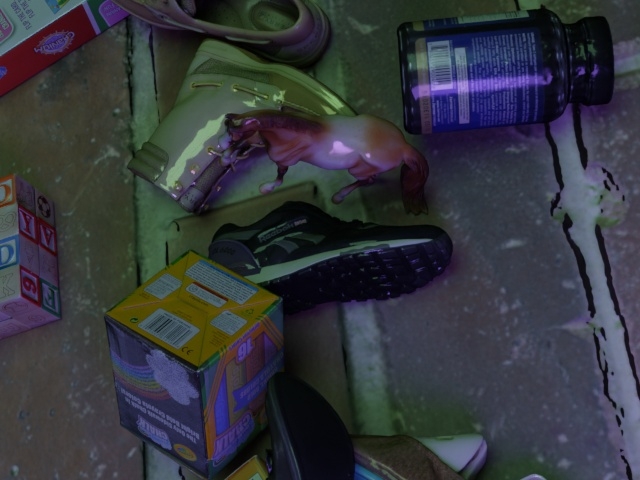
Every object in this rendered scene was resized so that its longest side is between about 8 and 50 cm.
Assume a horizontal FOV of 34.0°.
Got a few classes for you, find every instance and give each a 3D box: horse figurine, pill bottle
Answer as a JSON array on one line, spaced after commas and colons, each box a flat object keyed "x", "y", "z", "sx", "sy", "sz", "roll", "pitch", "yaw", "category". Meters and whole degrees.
[{"x": 0.008, "y": -0.090, "z": 1.100, "sx": 0.263, "sy": 0.174, "sz": 0.066, "roll": 8, "pitch": 69, "yaw": -17, "category": "horse figurine"}, {"x": 0.195, "y": -0.182, "z": 1.120, "sx": 0.219, "sy": 0.123, "sz": 0.123, "roll": -4, "pitch": 66, "yaw": 5, "category": "pill bottle"}]

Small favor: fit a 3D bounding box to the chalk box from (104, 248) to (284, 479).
[{"x": -0.124, "y": 0.145, "z": 1.088, "sx": 0.132, "sy": 0.213, "sz": 0.132, "roll": 26, "pitch": 46, "yaw": 26, "category": "chalk box"}]

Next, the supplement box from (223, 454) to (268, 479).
[{"x": -0.018, "y": 0.327, "z": 1.019, "sx": 0.080, "sy": 0.078, "sz": 0.233, "roll": -38, "pitch": 59, "yaw": 6, "category": "supplement box"}]

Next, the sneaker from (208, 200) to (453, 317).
[{"x": 0.000, "y": 0.000, "z": 1.141, "sx": 0.283, "sy": 0.107, "sz": 0.124, "roll": -12, "pitch": 58, "yaw": 16, "category": "sneaker"}]

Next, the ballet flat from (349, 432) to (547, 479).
[{"x": 0.153, "y": 0.255, "z": 0.974, "sx": 0.342, "sy": 0.116, "sz": 0.124, "roll": 30, "pitch": 61, "yaw": 29, "category": "ballet flat"}]

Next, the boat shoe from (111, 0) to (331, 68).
[{"x": -0.150, "y": -0.318, "z": 1.292, "sx": 0.341, "sy": 0.110, "sz": 0.122, "roll": 21, "pitch": 89, "yaw": 16, "category": "boat shoe"}]

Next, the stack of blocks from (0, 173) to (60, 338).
[{"x": -0.480, "y": 0.051, "z": 1.313, "sx": 0.297, "sy": 0.087, "sz": 0.171, "roll": -19, "pitch": 62, "yaw": 13, "category": "stack of blocks"}]

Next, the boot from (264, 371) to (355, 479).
[{"x": -0.066, "y": 0.278, "z": 0.960, "sx": 0.229, "sy": 0.091, "sz": 0.263, "roll": -36, "pitch": 54, "yaw": 29, "category": "boot"}]

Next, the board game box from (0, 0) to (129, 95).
[{"x": -0.379, "y": -0.376, "z": 1.472, "sx": 0.316, "sy": 0.064, "sz": 0.242, "roll": -30, "pitch": 60, "yaw": 7, "category": "board game box"}]

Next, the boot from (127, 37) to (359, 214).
[{"x": -0.092, "y": -0.113, "z": 1.227, "sx": 0.262, "sy": 0.095, "sz": 0.203, "roll": 27, "pitch": 79, "yaw": 30, "category": "boot"}]
